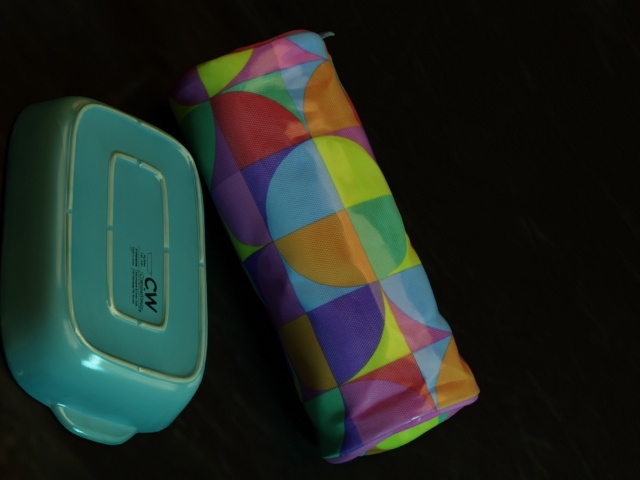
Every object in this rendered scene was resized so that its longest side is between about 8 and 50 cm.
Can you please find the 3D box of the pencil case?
[{"bbox_3d":[0.000,0.000,0.807,0.104,0.104,0.236,-13,78,-53],"label":"pencil case"}]

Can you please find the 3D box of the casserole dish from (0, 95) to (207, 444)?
[{"bbox_3d":[-0.100,0.006,0.732,0.114,0.037,0.188,24,51,-40],"label":"casserole dish"}]
